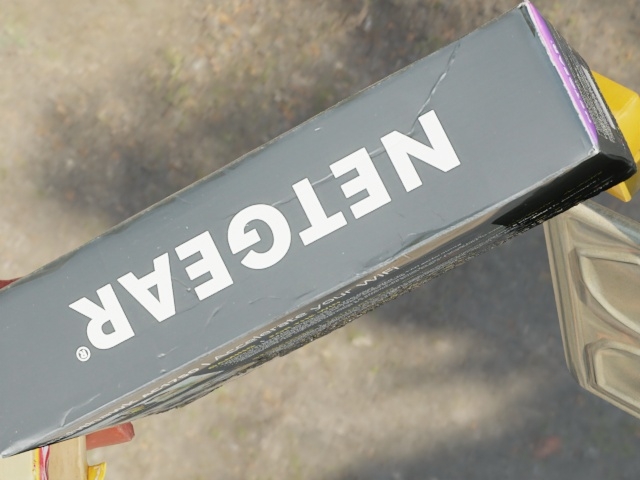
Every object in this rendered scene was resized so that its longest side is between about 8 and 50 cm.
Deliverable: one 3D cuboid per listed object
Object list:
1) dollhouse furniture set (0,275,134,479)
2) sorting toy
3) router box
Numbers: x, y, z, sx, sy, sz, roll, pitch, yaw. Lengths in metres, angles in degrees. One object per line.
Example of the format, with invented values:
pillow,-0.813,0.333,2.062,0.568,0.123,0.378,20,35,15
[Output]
dollhouse furniture set,-0.261,0.156,0.579,0.374,0.201,0.152,-9,148,3
sorting toy,0.206,0.039,0.749,0.229,0.041,0.307,33,161,30
router box,0.000,0.000,0.433,0.179,0.133,0.046,-28,83,14
